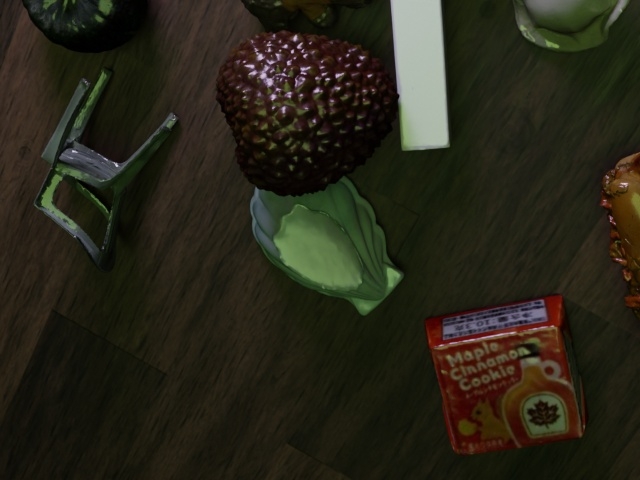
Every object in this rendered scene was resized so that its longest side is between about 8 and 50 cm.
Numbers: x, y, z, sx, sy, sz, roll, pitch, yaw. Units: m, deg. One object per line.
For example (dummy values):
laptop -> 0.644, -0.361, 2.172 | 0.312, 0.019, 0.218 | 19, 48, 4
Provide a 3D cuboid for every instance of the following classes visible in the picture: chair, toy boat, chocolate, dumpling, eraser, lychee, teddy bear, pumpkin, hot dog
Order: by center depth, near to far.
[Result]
dumpling -> 0.370, -0.333, 1.272 | 0.169, 0.100, 0.134 | -15, 117, 17
lychee -> -0.014, -0.197, 1.316 | 0.272, 0.271, 0.271 | 3, 107, 10
teddy bear -> -0.033, -0.395, 1.318 | 0.190, 0.140, 0.177 | -22, 104, 25
hot dog -> 0.504, 0.037, 1.329 | 0.117, 0.158, 0.348 | -13, 108, 33
eraser -> 0.153, -0.291, 1.336 | 0.076, 0.078, 0.298 | -2, 106, 12
pumpkin -> -0.370, -0.397, 1.369 | 0.212, 0.152, 0.211 | 9, 122, 15
chair -> -0.355, -0.110, 1.430 | 0.191, 0.203, 0.274 | 32, 105, -11
toy boat -> 0.000, 0.000, 1.443 | 0.290, 0.100, 0.199 | 41, 110, -1
chocolate -> 0.305, 0.229, 1.446 | 0.238, 0.108, 0.234 | -11, 102, 16
